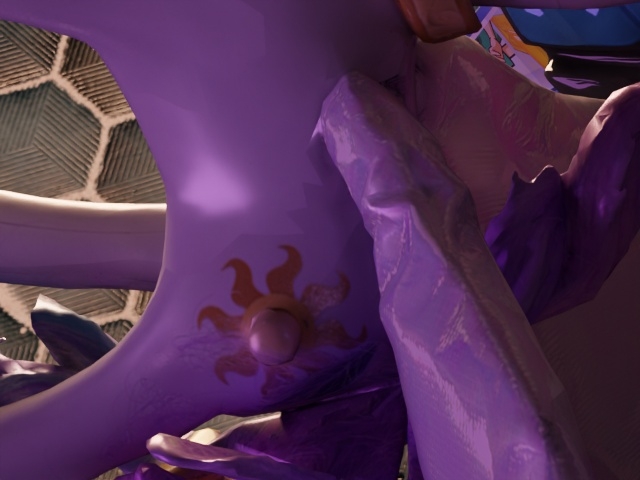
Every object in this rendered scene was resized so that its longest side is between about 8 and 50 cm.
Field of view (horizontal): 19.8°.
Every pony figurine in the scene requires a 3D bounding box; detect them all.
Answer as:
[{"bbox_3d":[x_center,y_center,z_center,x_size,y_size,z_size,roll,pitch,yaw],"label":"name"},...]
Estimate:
[{"bbox_3d":[0.000,0.000,0.465,0.303,0.363,0.351,-60,-36,-68],"label":"pony figurine"}]

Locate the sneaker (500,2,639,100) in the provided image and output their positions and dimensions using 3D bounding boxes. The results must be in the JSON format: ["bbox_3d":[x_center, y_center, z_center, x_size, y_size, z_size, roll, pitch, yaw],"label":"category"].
[{"bbox_3d":[0.204,-0.018,0.605,0.341,0.140,0.125,56,142,0],"label":"sneaker"}]

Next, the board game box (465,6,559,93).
[{"bbox_3d":[0.140,-0.028,0.736,0.201,0.035,0.136,46,145,7],"label":"board game box"}]
